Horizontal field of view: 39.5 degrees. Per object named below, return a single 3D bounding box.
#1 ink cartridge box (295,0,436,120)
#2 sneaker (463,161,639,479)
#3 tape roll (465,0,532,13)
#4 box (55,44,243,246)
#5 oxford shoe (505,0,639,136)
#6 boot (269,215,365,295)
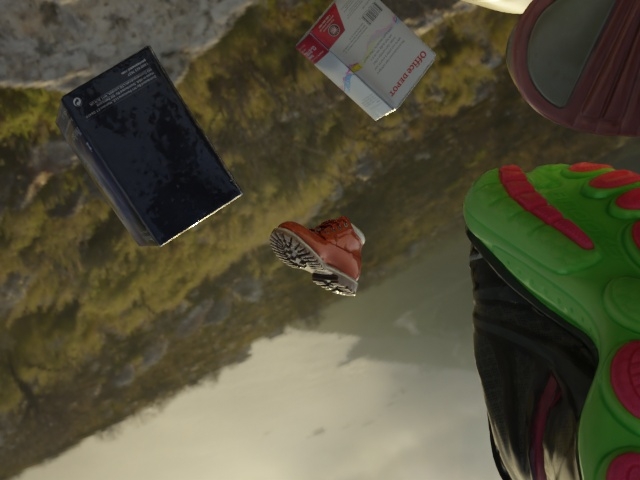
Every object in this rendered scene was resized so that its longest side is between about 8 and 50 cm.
[{"bbox_3d":[0.071,-0.292,1.376,0.127,0.175,0.072,-53,-168,-20],"label":"ink cartridge box"},{"bbox_3d":[0.209,0.119,0.565,0.185,0.482,0.202,-4,120,0],"label":"sneaker"},{"bbox_3d":[0.158,-0.299,0.716,0.072,0.219,0.219,-4,153,-47],"label":"tape roll"},{"bbox_3d":[-0.315,-0.151,1.588,0.183,0.294,0.296,-36,-170,-15],"label":"box"},{"bbox_3d":[0.332,-0.118,0.650,0.397,0.140,0.146,15,-167,1],"label":"oxford shoe"},{"bbox_3d":[0.000,0.000,1.059,0.059,0.084,0.158,8,162,37],"label":"boot"}]
